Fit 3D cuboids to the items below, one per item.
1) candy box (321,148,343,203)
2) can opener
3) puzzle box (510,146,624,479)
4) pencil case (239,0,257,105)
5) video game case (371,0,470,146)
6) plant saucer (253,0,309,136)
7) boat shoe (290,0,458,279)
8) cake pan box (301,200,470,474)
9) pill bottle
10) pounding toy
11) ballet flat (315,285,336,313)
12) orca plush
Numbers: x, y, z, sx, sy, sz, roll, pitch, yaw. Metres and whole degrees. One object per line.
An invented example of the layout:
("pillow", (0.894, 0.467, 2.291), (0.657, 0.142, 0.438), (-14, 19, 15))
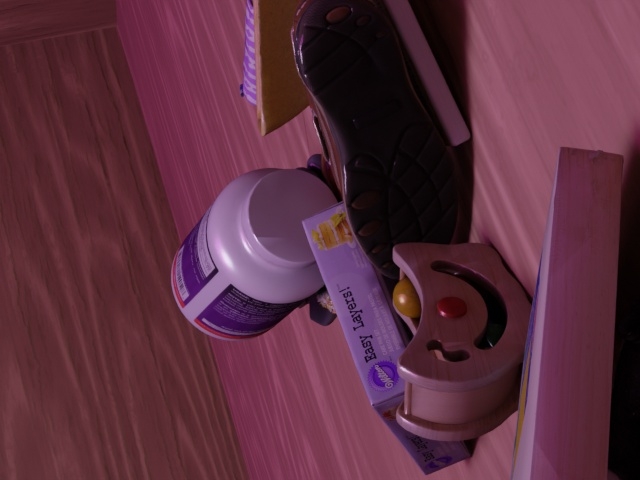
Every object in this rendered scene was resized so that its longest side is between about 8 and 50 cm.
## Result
("candy box", (0.039, -0.132, 1.645), (0.109, 0.053, 0.187), (-116, 21, -47))
("can opener", (0.000, 0.000, 1.916), (0.093, 0.074, 0.280), (26, 139, 27))
("puzzle box", (0.170, 0.166, 0.963), (0.272, 0.052, 0.409), (88, -168, -50))
("pencil case", (-0.068, -0.280, 1.888), (0.206, 0.086, 0.088), (100, 178, -54))
("video game case", (0.068, -0.205, 1.397), (0.227, 0.026, 0.206), (64, 169, -11))
("plant saucer", (-0.042, -0.300, 1.607), (0.333, 0.081, 0.333), (-121, 29, -82))
("boat shoe", (0.053, -0.117, 1.347), (0.120, 0.122, 0.324), (-119, 10, -60))
("cake pan box", (0.080, 0.116, 1.498), (0.267, 0.070, 0.246), (55, -166, -60))
("pill bottle", (-0.082, 0.016, 1.772), (0.323, 0.181, 0.182), (138, 119, -64))
("pounding toy", (0.134, 0.134, 1.277), (0.269, 0.154, 0.155), (-118, 21, -50))
("ballet flat", (0.054, 0.061, 1.736), (0.077, 0.091, 0.241), (47, 170, -2))
("orca plush", (0.269, 0.166, 0.988), (0.151, 0.102, 0.287), (-35, -45, -56))
